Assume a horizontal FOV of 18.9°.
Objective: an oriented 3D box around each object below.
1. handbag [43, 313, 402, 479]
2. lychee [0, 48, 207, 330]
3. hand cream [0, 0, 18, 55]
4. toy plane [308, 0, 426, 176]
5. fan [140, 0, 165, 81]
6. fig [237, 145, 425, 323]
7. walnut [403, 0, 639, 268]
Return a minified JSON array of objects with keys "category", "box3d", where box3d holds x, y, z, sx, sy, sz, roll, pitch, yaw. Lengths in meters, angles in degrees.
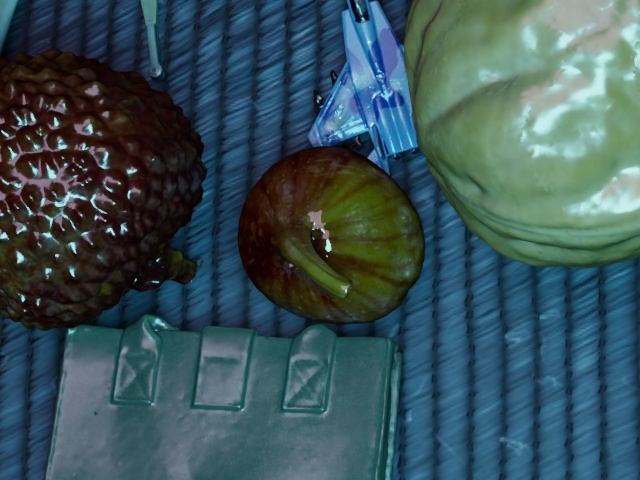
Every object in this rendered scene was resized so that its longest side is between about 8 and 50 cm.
[{"category":"handbag","box3d":[-0.091,0.192,1.776,0.326,0.089,0.239,2,73,15]},{"category":"lychee","box3d":[-0.235,-0.043,1.797,0.300,0.264,0.264,32,80,-16]},{"category":"hand cream","box3d":[-0.380,-0.142,1.966,0.111,0.070,0.312,-1,69,24]},{"category":"toy plane","box3d":[0.053,-0.173,1.860,0.169,0.078,0.246,-18,76,7]},{"category":"fan","box3d":[-0.178,-0.252,1.980,0.038,0.016,0.193,-12,69,13]},{"category":"fig","box3d":[-0.004,-0.003,1.752,0.175,0.207,0.175,1,93,25]},{"category":"walnut","box3d":[0.255,-0.145,1.663,0.381,0.381,0.381,-4,71,12]}]
